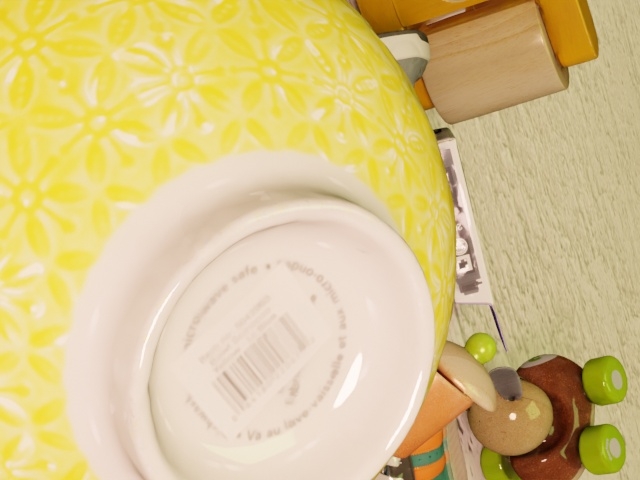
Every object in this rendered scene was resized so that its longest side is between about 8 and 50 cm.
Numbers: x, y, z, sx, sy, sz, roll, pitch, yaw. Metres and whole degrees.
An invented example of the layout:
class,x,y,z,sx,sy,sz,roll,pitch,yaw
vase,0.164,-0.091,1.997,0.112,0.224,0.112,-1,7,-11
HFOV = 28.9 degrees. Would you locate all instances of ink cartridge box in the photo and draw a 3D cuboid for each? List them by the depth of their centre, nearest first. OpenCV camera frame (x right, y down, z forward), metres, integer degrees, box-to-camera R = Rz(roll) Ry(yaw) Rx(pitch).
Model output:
class,x,y,z,sx,sy,sz,roll,pitch,yaw
ink cartridge box,0.136,-0.004,1.236,0.206,0.045,0.208,-65,140,-81

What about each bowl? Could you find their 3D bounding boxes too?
class,x,y,z,sx,sy,sz,roll,pitch,yaw
bowl,-0.049,0.023,0.463,0.289,0.156,0.289,-10,109,-29

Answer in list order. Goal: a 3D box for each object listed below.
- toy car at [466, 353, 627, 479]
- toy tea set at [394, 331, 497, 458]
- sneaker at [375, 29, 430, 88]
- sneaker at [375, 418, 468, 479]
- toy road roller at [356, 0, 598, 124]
class,x,y,z,sx,sy,sz,roll,pitch,yaw
toy car,0.203,0.167,1.292,0.188,0.155,0.149,32,54,-37
toy tea set,0.000,0.000,0.845,0.336,0.124,0.200,43,3,19
sneaker,0.036,-0.088,1.092,0.295,0.124,0.178,-26,107,-62
sneaker,0.053,0.173,1.042,0.121,0.108,0.302,-61,141,-41
toy road roller,0.149,-0.309,1.278,0.240,0.203,0.329,-60,131,-62
